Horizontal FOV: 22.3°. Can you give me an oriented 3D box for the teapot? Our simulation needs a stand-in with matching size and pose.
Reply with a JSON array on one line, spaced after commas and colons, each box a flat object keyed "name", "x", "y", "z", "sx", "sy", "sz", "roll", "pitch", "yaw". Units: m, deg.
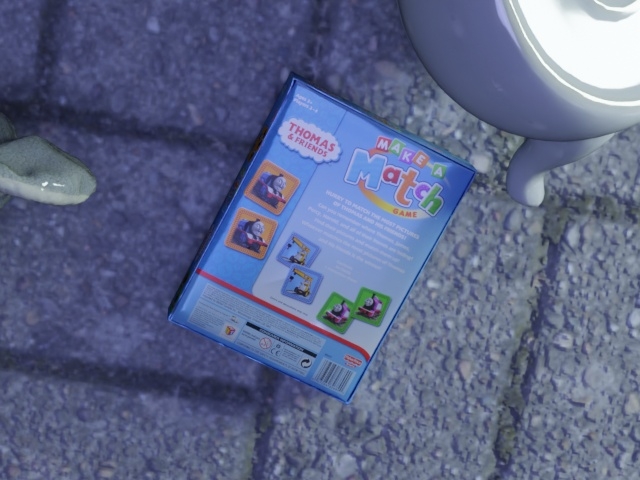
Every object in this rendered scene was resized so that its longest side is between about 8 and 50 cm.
[{"name": "teapot", "x": 0.141, "y": -0.189, "z": 1.146, "sx": 0.252, "sy": 0.187, "sz": 0.256, "roll": 28, "pitch": 75, "yaw": -30}]

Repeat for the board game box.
[{"name": "board game box", "x": 0.000, "y": 0.000, "z": 1.251, "sx": 0.160, "sy": 0.039, "sz": 0.211, "roll": 26, "pitch": 102, "yaw": -11}]

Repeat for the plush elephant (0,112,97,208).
[{"name": "plush elephant", "x": -0.314, "y": -0.011, "z": 1.135, "sx": 0.255, "sy": 0.272, "sz": 0.330, "roll": -29, "pitch": 147, "yaw": -33}]
